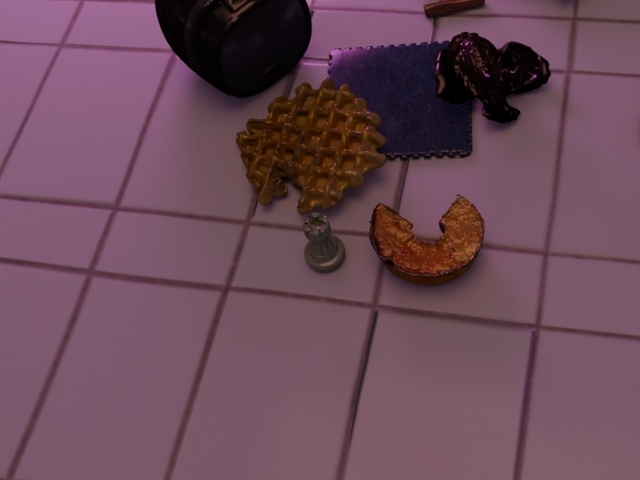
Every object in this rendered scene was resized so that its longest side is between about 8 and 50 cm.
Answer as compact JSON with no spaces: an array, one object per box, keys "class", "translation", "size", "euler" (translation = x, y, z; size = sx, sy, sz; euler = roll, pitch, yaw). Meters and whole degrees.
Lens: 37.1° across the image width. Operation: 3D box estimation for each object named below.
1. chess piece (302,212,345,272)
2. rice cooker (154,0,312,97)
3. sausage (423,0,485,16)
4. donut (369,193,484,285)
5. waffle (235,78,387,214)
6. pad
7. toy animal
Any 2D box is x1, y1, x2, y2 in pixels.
[{"class":"chess piece","translation":[0.000,0.000,1.519],"size":[0.067,0.103,0.067],"euler":[-5,58,9]},{"class":"rice cooker","translation":[-0.161,-0.412,1.723],"size":[0.267,0.267,0.224],"euler":[-36,63,-11]},{"class":"sausage","translation":[0.252,-0.443,1.790],"size":[0.116,0.026,0.026],"euler":[-11,57,4]},{"class":"donut","translation":[0.168,0.008,1.501],"size":[0.181,0.078,0.146],"euler":[-5,59,1]},{"class":"waffle","translation":[-0.015,-0.162,1.642],"size":[0.250,0.056,0.261],"euler":[-28,53,1]},{"class":"pad","translation":[0.137,-0.252,1.703],"size":[0.269,0.012,0.269],"euler":[-3,58,10]},{"class":"toy animal","translation":[0.279,-0.290,1.658],"size":[0.218,0.116,0.179],"euler":[-14,34,-15]}]
